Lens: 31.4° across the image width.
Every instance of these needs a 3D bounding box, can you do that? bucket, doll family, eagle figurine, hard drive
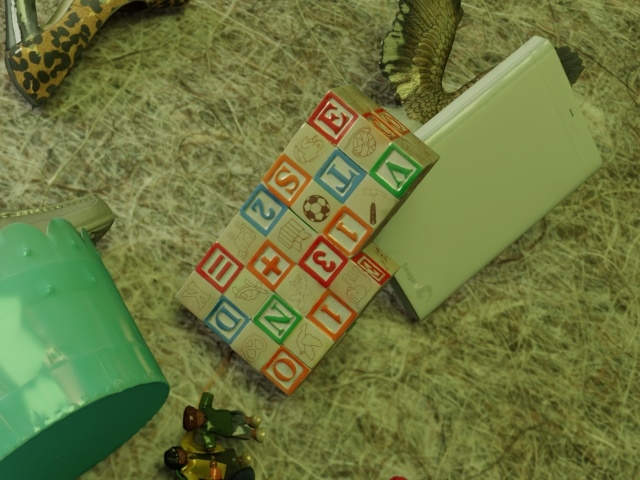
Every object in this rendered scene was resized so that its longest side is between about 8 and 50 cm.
[{"bbox_3d":[-0.291,0.132,1.070,0.281,0.281,0.183,-27,72,-31],"label":"bucket"},{"bbox_3d":[-0.112,0.253,1.170,0.111,0.076,0.193,15,43,-35],"label":"doll family"},{"bbox_3d":[0.160,-0.194,1.453,0.226,0.298,0.225,35,4,-39],"label":"eagle figurine"},{"bbox_3d":[0.187,-0.072,1.358,0.307,0.203,0.040,-39,34,-10],"label":"hard drive"}]

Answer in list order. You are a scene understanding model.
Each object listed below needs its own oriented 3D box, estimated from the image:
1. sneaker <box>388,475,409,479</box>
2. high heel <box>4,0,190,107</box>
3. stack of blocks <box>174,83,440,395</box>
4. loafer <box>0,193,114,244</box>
[{"bbox_3d":[0.147,0.292,1.246,0.221,0.087,0.128,-25,74,-31],"label":"sneaker"},{"bbox_3d":[-0.274,-0.254,1.429,0.261,0.093,0.186,-2,84,-35],"label":"high heel"},{"bbox_3d":[0.000,0.000,1.236,0.171,0.297,0.087,40,20,6],"label":"stack of blocks"},{"bbox_3d":[-0.377,0.001,1.204,0.320,0.112,0.111,-19,78,-28],"label":"loafer"}]
